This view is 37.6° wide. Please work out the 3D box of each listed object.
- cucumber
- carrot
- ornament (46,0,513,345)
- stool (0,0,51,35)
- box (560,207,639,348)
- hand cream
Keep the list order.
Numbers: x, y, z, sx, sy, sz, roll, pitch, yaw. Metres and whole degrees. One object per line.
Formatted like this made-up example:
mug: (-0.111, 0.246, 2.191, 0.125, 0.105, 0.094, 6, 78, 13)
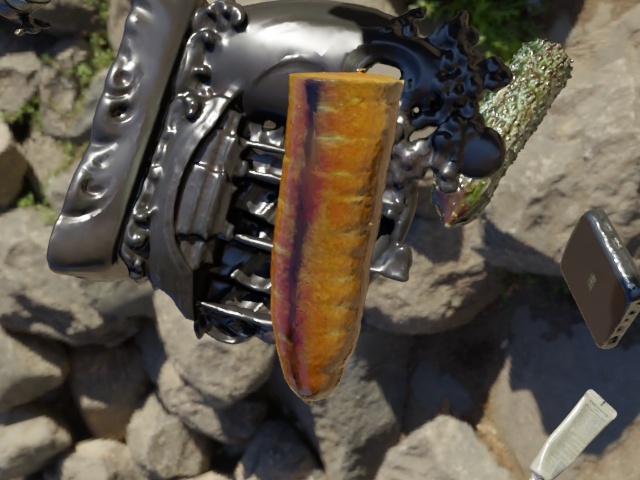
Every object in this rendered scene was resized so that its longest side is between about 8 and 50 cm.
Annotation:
cucumber: (0.243, -0.148, 1.308, 0.096, 0.359, 0.096, 26, 145, 20)
carrot: (0.000, 0.000, 0.382, 0.048, 0.048, 0.139, 28, 115, 50)
ornament: (-0.020, -0.047, 0.610, 0.260, 0.106, 0.251, 18, 87, 10)
stool: (-0.270, -0.304, 0.885, 0.121, 0.125, 0.217, -9, 70, 51)
box: (0.308, 0.041, 1.029, 0.126, 0.027, 0.125, 94, 161, -57)
hand cream: (0.370, 0.300, 1.400, 0.057, 0.165, 0.037, 43, 175, 2)
